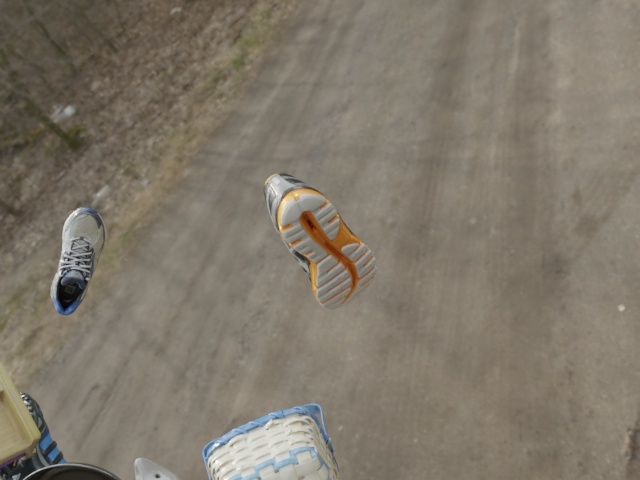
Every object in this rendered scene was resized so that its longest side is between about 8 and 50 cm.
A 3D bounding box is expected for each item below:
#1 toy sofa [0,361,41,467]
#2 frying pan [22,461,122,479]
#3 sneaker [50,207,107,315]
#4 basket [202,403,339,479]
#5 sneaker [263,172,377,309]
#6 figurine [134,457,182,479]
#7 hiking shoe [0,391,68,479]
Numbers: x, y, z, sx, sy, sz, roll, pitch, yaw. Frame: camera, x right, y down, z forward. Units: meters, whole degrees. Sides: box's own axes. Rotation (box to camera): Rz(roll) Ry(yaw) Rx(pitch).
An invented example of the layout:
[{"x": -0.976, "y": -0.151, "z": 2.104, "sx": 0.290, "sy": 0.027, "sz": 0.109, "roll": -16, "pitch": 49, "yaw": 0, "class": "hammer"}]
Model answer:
[{"x": -0.638, "y": 0.348, "z": 1.185, "sx": 0.363, "sy": 0.150, "sz": 0.177, "roll": -23, "pitch": -18, "yaw": -40, "class": "toy sofa"}, {"x": -0.379, "y": 0.463, "z": 1.159, "sx": 0.053, "sy": 0.197, "sz": 0.326, "roll": -90, "pitch": 18, "yaw": -68, "class": "frying pan"}, {"x": -0.282, "y": 0.028, "z": 0.894, "sx": 0.058, "sy": 0.052, "sz": 0.135, "roll": -120, "pitch": 45, "yaw": -63, "class": "sneaker"}, {"x": -0.096, "y": 0.422, "z": 1.443, "sx": 0.255, "sy": 0.201, "sz": 0.289, "roll": -22, "pitch": 22, "yaw": -3, "class": "basket"}, {"x": 0.000, "y": 0.000, "z": 0.886, "sx": 0.084, "sy": 0.215, "sz": 0.083, "roll": -35, "pitch": 47, "yaw": -7, "class": "sneaker"}, {"x": -0.122, "y": 0.343, "z": 0.844, "sx": 0.215, "sy": 0.209, "sz": 0.092, "roll": 30, "pitch": 55, "yaw": 25, "class": "figurine"}, {"x": -0.519, "y": 0.417, "z": 1.400, "sx": 0.113, "sy": 0.132, "sz": 0.304, "roll": -33, "pitch": 50, "yaw": -2, "class": "hiking shoe"}]
